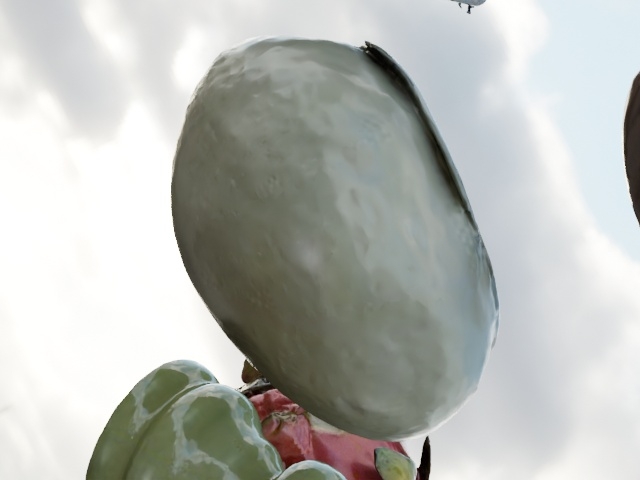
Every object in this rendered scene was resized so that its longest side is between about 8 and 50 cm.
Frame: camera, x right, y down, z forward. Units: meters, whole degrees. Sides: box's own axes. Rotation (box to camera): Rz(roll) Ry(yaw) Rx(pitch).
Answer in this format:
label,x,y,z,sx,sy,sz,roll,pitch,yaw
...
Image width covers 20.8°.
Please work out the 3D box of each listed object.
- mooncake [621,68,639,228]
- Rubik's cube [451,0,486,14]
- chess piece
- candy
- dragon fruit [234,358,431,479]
label,x,y,z,sx,sy,sz,roll,pitch,yaw
mooncake,0.465,-0.100,1.877,0.326,0.174,0.334,29,-75,53
Rubik's cube,0.012,-0.309,1.318,0.229,0.228,0.233,44,46,-80
chess piece,-0.032,0.205,1.248,0.251,0.144,0.144,28,-32,28
candy,0.000,0.000,1.174,0.295,0.185,0.296,159,-90,-79
dragon fruit,-0.017,0.202,1.445,0.224,0.224,0.227,43,-50,49
